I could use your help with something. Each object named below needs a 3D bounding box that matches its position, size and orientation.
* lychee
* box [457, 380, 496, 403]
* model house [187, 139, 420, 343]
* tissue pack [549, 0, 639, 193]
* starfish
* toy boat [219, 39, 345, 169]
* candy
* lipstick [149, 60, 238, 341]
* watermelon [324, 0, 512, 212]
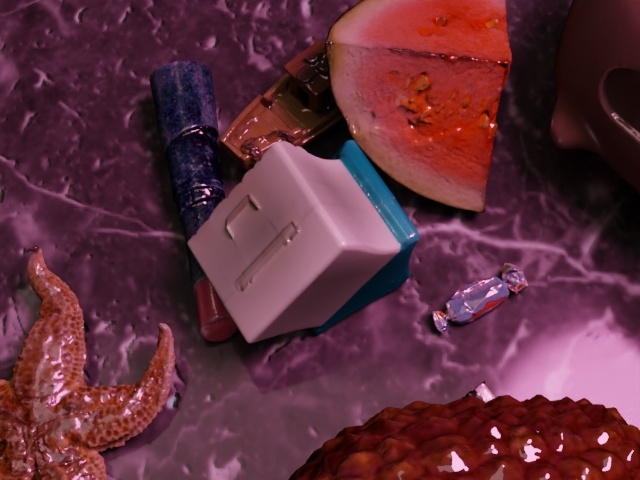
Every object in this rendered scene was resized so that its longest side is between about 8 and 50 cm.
[{"bbox_3d":[0.085,0.198,0.611,0.271,0.236,0.236,-31,69,0],"label":"lychee"},{"bbox_3d":[0.062,0.222,0.744,0.247,0.033,0.129,-35,71,-13],"label":"box"},{"bbox_3d":[0.000,0.000,0.794,0.127,0.149,0.100,-45,65,29],"label":"model house"},{"bbox_3d":[0.364,-0.116,0.756,0.387,0.267,0.277,42,70,15],"label":"tissue pack"},{"bbox_3d":[-0.212,0.140,0.770,0.236,0.062,0.277,-17,69,-5],"label":"starfish"},{"bbox_3d":[0.002,-0.135,0.877,0.206,0.072,0.064,-42,73,-15],"label":"toy boat"},{"bbox_3d":[0.124,0.044,0.826,0.083,0.020,0.030,-26,68,-8],"label":"candy"},{"bbox_3d":[-0.101,-0.031,0.852,0.053,0.053,0.234,-8,71,-3],"label":"lipstick"},{"bbox_3d":[0.094,-0.114,0.846,0.193,0.145,0.137,-23,44,-28],"label":"watermelon"}]
